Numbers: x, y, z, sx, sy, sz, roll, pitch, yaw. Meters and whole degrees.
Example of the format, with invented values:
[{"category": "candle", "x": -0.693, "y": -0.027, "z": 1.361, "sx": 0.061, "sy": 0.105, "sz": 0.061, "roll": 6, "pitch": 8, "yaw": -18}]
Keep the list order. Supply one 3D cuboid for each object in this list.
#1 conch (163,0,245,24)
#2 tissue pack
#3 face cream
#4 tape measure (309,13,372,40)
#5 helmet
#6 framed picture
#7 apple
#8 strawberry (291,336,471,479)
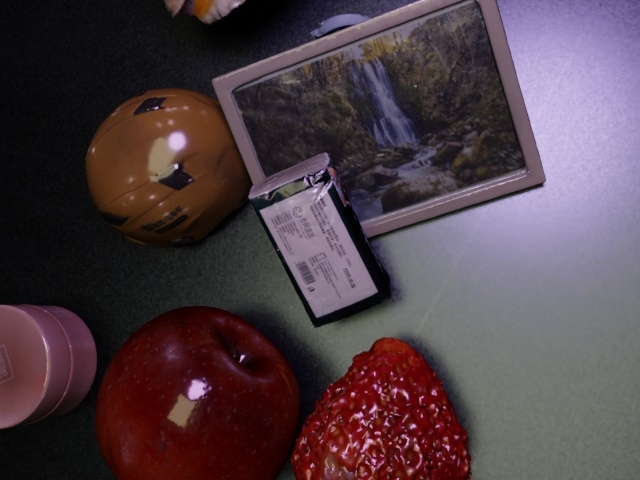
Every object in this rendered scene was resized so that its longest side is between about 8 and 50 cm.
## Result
[{"category": "conch", "x": -0.111, "y": -0.448, "z": 0.829, "sx": 0.297, "sy": 0.210, "sz": 0.352, "roll": 5, "pitch": 113, "yaw": 23}, {"category": "tissue pack", "x": 0.000, "y": -0.001, "z": 0.775, "sx": 0.103, "sy": 0.090, "sz": 0.170, "roll": -23, "pitch": 106, "yaw": 12}, {"category": "face cream", "x": -0.374, "y": 0.156, "z": 0.874, "sx": 0.149, "sy": 0.104, "sz": 0.149, "roll": -2, "pitch": 83, "yaw": 14}, {"category": "tape measure", "x": 0.036, "y": -0.222, "z": 0.813, "sx": 0.091, "sy": 0.094, "sz": 0.054, "roll": -2, "pitch": 70, "yaw": 14}, {"category": "helmet", "x": -0.200, "y": -0.095, "z": 0.845, "sx": 0.224, "sy": 0.130, "sz": 0.198, "roll": -22, "pitch": 76, "yaw": 12}, {"category": "framed picture", "x": 0.066, "y": -0.125, "z": 0.783, "sx": 0.324, "sy": 0.020, "sz": 0.241, "roll": -16, "pitch": 106, "yaw": 12}, {"category": "apple", "x": -0.130, "y": 0.185, "z": 0.752, "sx": 0.218, "sy": 0.218, "sz": 0.201, "roll": 36, "pitch": 98, "yaw": 15}, {"category": "strawberry", "x": 0.071, "y": 0.204, "z": 0.724, "sx": 0.186, "sy": 0.184, "sz": 0.202, "roll": 10, "pitch": 77, "yaw": 11}]
